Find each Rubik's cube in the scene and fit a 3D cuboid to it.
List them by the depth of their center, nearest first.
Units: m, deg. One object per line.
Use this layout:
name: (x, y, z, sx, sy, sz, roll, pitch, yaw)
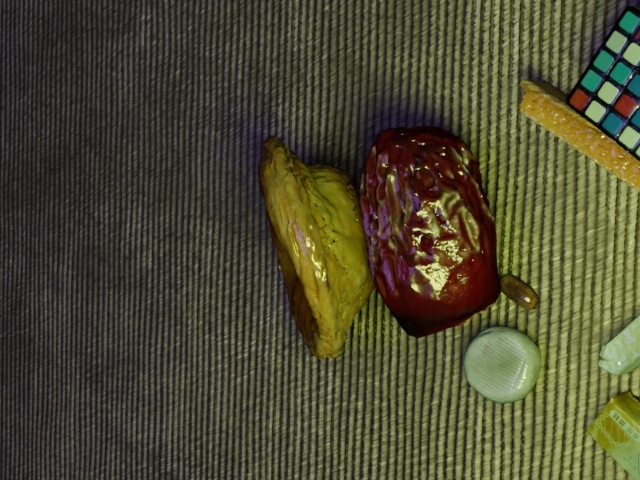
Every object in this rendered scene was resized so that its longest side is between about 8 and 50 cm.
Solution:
Rubik's cube: (0.531, -0.232, 1.692, 0.184, 0.187, 0.182, 47, 120, 31)

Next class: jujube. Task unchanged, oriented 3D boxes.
jujube: (0.197, -0.018, 1.931, 0.258, 0.258, 0.376, -6, 85, 40)

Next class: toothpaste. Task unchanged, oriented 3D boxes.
toothpaste: (0.577, 0.383, 1.759, 0.313, 0.071, 0.089, 46, 123, 28)

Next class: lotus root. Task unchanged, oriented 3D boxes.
lotus root: (0.354, 0.091, 1.951, 0.083, 0.030, 0.037, 40, 115, 30)

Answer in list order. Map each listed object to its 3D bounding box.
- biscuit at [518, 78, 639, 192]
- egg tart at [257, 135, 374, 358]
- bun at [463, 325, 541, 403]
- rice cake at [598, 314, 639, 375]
biscuit: (0.478, -0.151, 1.797, 0.379, 0.094, 0.054, 41, 116, 30)
egg tart: (0.000, 0.000, 2.080, 0.178, 0.443, 0.443, -16, 79, -4)
bun: (0.328, 0.221, 1.947, 0.141, 0.083, 0.140, -3, 84, 32)
rice cake: (0.542, 0.144, 1.777, 0.206, 0.069, 0.063, -48, 61, 28)
